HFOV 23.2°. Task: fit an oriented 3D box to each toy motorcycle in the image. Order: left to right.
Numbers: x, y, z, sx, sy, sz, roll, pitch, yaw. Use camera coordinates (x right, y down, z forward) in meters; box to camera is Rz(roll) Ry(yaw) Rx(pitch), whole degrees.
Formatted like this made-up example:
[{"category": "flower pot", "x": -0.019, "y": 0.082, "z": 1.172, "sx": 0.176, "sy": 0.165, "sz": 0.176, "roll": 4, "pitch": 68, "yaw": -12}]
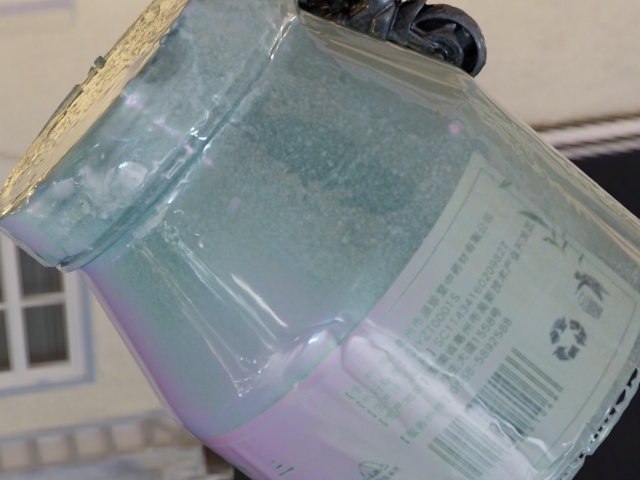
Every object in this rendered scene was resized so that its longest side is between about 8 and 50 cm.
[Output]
[{"category": "toy motorcycle", "x": -0.003, "y": -0.116, "z": 0.940, "sx": 0.193, "sy": 0.124, "sz": 0.061, "roll": -22, "pitch": -154, "yaw": 32}]

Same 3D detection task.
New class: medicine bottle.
[{"category": "medicine bottle", "x": 0.000, "y": 0.000, "z": 0.823, "sx": 0.290, "sy": 0.245, "sz": 0.245, "roll": 40, "pitch": -144, "yaw": -14}]
